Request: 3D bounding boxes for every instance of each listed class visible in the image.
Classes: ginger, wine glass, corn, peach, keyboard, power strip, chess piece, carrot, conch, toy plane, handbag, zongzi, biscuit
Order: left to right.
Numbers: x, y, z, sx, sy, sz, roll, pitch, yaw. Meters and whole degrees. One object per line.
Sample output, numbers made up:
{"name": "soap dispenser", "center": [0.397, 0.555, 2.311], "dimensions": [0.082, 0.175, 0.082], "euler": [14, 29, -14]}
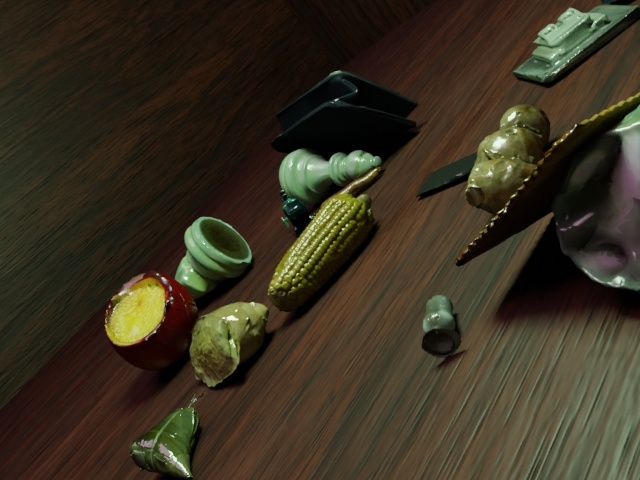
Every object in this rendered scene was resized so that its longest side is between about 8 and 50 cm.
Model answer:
{"name": "peach", "center": [-0.350, 0.164, 1.420], "dimensions": [0.226, 0.190, 0.196], "euler": [-24, -51, -85]}
{"name": "chess piece", "center": [-0.313, 0.099, 1.679], "dimensions": [0.298, 0.176, 0.176], "euler": [-50, 11, 23]}
{"name": "zongzi", "center": [-0.185, 0.288, 1.009], "dimensions": [0.130, 0.062, 0.154], "euler": [0, 23, 37]}
{"name": "ginger", "center": [-0.159, 0.172, 1.179], "dimensions": [0.122, 0.115, 0.193], "euler": [-26, -5, -38]}
{"name": "toy plane", "center": [-0.061, -0.063, 1.575], "dimensions": [0.060, 0.096, 0.235], "euler": [-40, -3, -5]}
{"name": "corn", "center": [0.004, 0.013, 1.189], "dimensions": [0.261, 0.097, 0.097], "euler": [-48, 16, -22]}
{"name": "chess piece", "center": [0.037, -0.163, 1.583], "dimensions": [0.272, 0.139, 0.139], "euler": [-7, 36, 47]}
{"name": "handbag", "center": [0.064, -0.281, 1.636], "dimensions": [0.326, 0.269, 0.118], "euler": [-17, 64, 57]}
{"name": "carrot", "center": [0.067, -0.107, 1.489], "dimensions": [0.165, 0.035, 0.035], "euler": [-37, 15, 8]}
{"name": "wine glass", "center": [0.134, 0.091, 0.758], "dimensions": [0.042, 0.039, 0.083], "euler": [-40, 10, 24]}
{"name": "keyboard", "center": [0.240, -0.120, 1.134], "dimensions": [0.196, 0.015, 0.074], "euler": [-23, 20, 50]}
{"name": "ginger", "center": [0.262, -0.111, 0.931], "dimensions": [0.104, 0.080, 0.204], "euler": [-12, 32, 35]}
{"name": "power strip", "center": [0.444, -0.373, 1.242], "dimensions": [0.198, 0.064, 0.213], "euler": [-39, 15, 10]}
{"name": "biscuit", "center": [0.258, -0.072, 0.695], "dimensions": [0.237, 0.013, 0.232], "euler": [-26, -21, -29]}
{"name": "conch", "center": [0.309, -0.059, 0.515], "dimensions": [0.277, 0.195, 0.220], "euler": [13, 86, 45]}

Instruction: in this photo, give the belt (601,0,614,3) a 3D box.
{"name": "belt", "center": [0.586, -0.516, 1.256], "dimensions": [0.190, 0.082, 0.141], "euler": [-40, 17, -4]}
